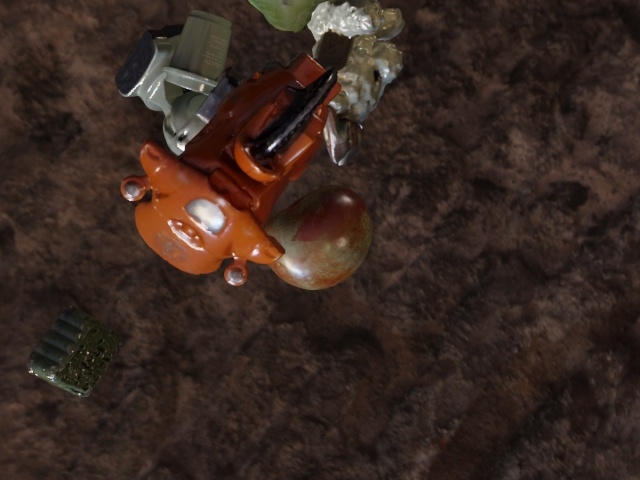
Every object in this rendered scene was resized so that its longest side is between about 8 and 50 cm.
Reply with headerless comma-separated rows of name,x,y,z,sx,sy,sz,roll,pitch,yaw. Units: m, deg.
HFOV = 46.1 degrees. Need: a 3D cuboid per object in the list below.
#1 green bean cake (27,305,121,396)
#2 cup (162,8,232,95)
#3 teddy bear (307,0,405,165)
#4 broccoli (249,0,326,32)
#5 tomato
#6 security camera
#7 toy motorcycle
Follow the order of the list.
green bean cake,-0.568,0.266,1.760,0.094,0.173,0.181,22,-110,25
cup,-0.218,-0.344,1.375,0.120,0.120,0.141,24,-79,33
teddy bear,0.117,-0.381,1.374,0.375,0.327,0.362,-26,-91,12
broccoli,-0.020,-0.346,0.711,0.308,0.308,0.275,-11,-118,19
tomato,0.000,0.000,1.751,0.270,0.270,0.222,-28,-81,8
security camera,-0.264,-0.286,1.553,0.197,0.191,0.277,-41,-106,37
toy motorcycle,-0.069,-0.081,0.700,0.221,0.148,0.325,-47,-167,9
